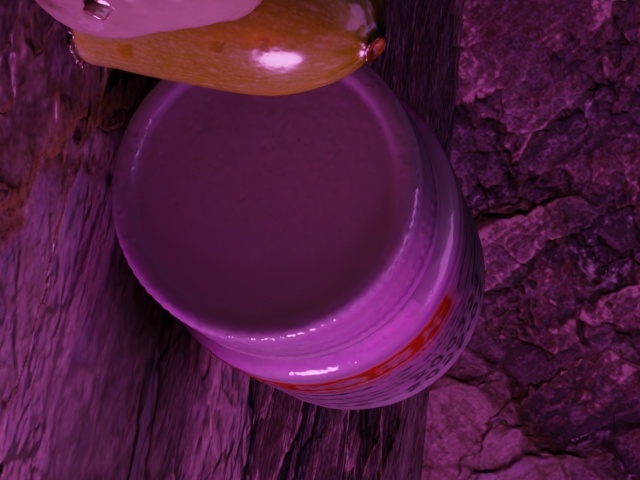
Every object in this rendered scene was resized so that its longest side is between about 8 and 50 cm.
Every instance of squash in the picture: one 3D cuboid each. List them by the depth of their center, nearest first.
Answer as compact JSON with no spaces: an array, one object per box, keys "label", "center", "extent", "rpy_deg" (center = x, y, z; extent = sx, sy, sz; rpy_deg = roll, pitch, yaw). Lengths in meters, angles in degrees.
[{"label":"squash","center":[-0.050,-0.141,0.898],"extent":[0.123,0.186,0.123],"rpy_deg":[14,90,-74]}]

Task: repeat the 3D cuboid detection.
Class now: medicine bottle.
[{"label":"medicine bottle","center":[0.000,0.000,1.133],"extent":[0.388,0.219,0.219],"rpy_deg":[50,50,-76]}]

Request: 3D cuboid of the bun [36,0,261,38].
[{"label":"bun","center":[-0.097,-0.194,0.712],"extent":[0.145,0.229,0.229],"rpy_deg":[-33,-155,39]}]
